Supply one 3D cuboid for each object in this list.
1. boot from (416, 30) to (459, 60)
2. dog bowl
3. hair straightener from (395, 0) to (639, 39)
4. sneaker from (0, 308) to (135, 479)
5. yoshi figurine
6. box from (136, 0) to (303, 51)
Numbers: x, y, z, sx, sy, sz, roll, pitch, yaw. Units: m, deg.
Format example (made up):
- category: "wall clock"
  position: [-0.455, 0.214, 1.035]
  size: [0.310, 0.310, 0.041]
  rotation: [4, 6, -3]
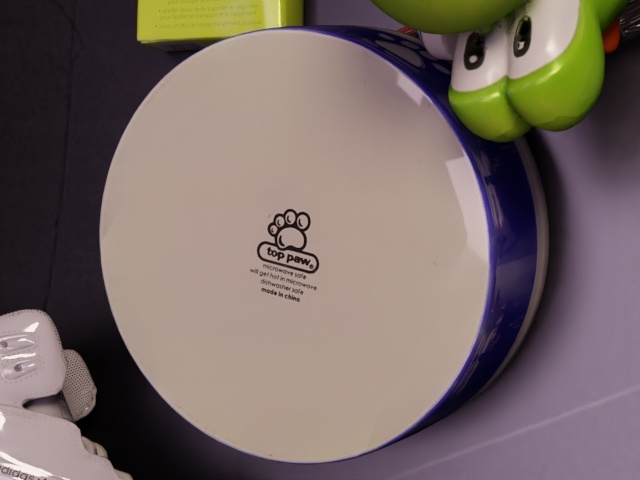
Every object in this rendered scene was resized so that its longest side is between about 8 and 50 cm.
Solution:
- category: "boot"
  position: [0.083, -0.188, 0.955]
  size: [0.086, 0.069, 0.190]
  rotation: [10, 57, 33]
- category: "dog bowl"
  position: [0.000, 0.000, 0.957]
  size: [0.265, 0.104, 0.264]
  rotation: [3, 97, 25]
- category: "hair straightener"
  position: [0.159, -0.133, 0.969]
  size: [0.230, 0.047, 0.089]
  rotation: [-23, 80, 13]
- category: "sneaker"
  position: [-0.137, 0.160, 0.998]
  size: [0.366, 0.137, 0.210]
  rotation: [3, 73, 4]
- category: "yoshi figurine"
  position: [0.097, -0.238, 0.821]
  size: [0.203, 0.203, 0.362]
  rotation: [9, 69, -9]
- category: "box"
  position: [-0.066, -0.220, 1.050]
  size: [0.109, 0.042, 0.178]
  rotation: [0, 87, 19]
